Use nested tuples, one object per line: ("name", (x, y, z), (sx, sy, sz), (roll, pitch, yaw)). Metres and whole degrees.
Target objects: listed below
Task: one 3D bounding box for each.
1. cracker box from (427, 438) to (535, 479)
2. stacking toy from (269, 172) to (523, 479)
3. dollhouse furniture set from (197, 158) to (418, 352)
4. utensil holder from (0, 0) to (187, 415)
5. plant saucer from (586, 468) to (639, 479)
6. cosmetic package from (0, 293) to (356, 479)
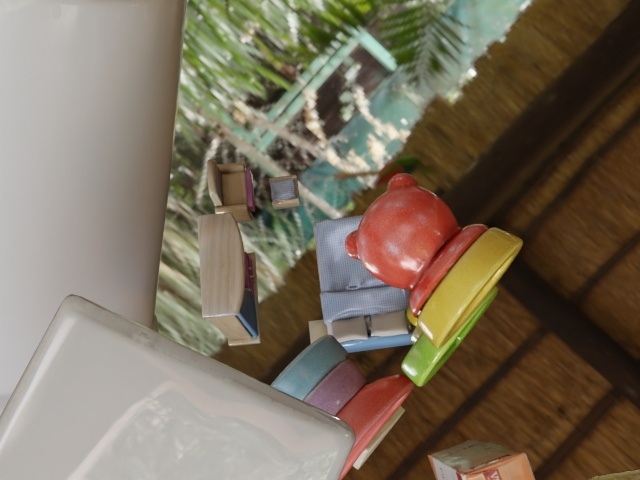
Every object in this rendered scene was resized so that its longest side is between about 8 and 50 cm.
("cracker box", (0.178, 0.290, 0.941), (0.067, 0.155, 0.232), (-18, 172, -5))
("stacking toy", (0.046, 0.096, 0.903), (0.309, 0.130, 0.279), (-50, 167, -2))
("dollhouse furniture set", (0.000, 0.000, 1.282), (0.198, 0.303, 0.286), (77, 7, -73))
("utensil holder", (-0.297, -0.073, 0.868), (0.327, 0.328, 0.385), (-95, -165, -67))
("plant saucer", (0.233, 0.344, 0.938), (0.333, 0.081, 0.332), (-27, 167, -14))
("cosmetic package", (-0.167, 0.267, 0.488), (0.453, 0.162, 0.230), (-64, -170, -13))
